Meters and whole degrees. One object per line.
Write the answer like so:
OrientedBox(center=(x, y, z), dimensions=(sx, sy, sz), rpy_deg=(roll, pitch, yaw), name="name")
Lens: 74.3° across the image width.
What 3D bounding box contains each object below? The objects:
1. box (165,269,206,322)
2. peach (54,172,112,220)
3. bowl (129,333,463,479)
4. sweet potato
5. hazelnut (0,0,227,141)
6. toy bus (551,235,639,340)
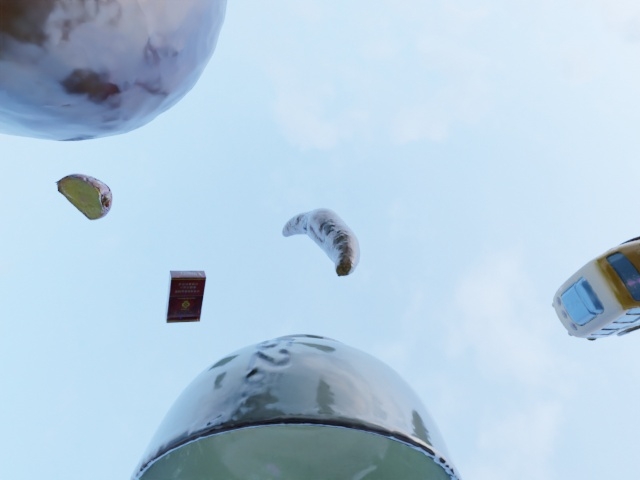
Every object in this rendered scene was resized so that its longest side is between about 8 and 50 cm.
OrientedBox(center=(-0.203, 0.085, 0.636), dimensions=(0.051, 0.082, 0.023), rpy_deg=(2, -154, -25), name="box")
OrientedBox(center=(-0.382, -0.075, 0.693), dimensions=(0.083, 0.077, 0.050), rpy_deg=(9, -148, 6), name="peach")
OrientedBox(center=(-0.023, 0.241, 0.516), dimensions=(0.354, 0.354, 0.185), rpy_deg=(-8, -146, 7), name="bowl")
OrientedBox(center=(0.004, -0.010, 0.647), dimensions=(0.078, 0.058, 0.255), rpy_deg=(-59, -151, 0), name="sweet potato")
OrientedBox(center=(-0.283, -0.267, 0.352), dimensions=(0.353, 0.421, 0.421), rpy_deg=(-34, -119, 27), name="hazelnut")
OrientedBox(center=(0.493, 0.093, 0.718), dimensions=(0.136, 0.209, 0.126), rpy_deg=(-14, -119, -6), name="toy bus")
